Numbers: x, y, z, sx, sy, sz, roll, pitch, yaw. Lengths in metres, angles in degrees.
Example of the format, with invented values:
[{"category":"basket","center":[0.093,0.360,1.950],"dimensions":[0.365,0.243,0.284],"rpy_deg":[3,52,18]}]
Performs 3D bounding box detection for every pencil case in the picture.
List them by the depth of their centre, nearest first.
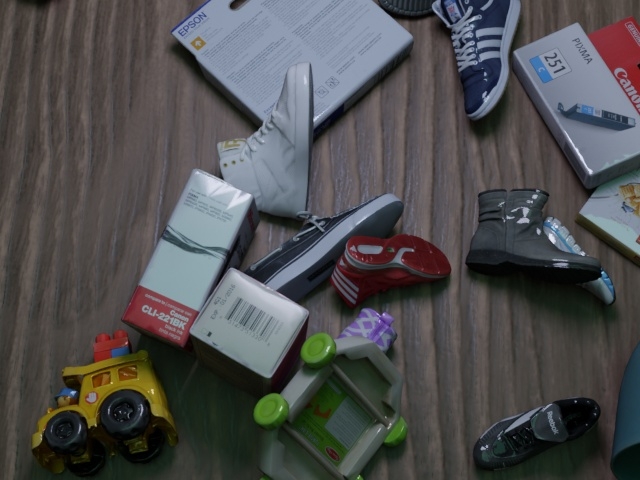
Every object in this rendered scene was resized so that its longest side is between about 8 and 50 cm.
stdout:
[{"category":"pencil case","center":[0.045,0.210,1.700],"dimensions":[0.086,0.088,0.206],"rpy_deg":[35,73,7]}]

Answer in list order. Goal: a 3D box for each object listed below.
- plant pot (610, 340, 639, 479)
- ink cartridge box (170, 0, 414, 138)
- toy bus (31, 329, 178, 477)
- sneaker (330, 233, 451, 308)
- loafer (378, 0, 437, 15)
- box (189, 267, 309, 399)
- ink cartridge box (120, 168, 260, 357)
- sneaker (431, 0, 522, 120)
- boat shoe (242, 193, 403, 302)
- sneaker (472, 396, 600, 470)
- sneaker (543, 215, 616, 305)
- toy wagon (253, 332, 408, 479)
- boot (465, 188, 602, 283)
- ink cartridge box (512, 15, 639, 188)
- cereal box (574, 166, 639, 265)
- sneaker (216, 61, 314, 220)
[{"category":"plant pot","center":[0.615,0.259,1.613],"dimensions":[0.293,0.293,0.235],"rpy_deg":[10,59,1]},{"category":"ink cartridge box","center":[-0.053,-0.371,1.895],"dimensions":[0.324,0.071,0.330],"rpy_deg":[-43,75,-14]},{"category":"toy bus","center":[-0.360,0.258,1.649],"dimensions":[0.220,0.149,0.211],"rpy_deg":[-15,60,-4]},{"category":"sneaker","center":[0.113,0.057,1.766],"dimensions":[0.221,0.128,0.087],"rpy_deg":[11,45,-29]},{"category":"loafer","center":[0.222,-0.501,1.946],"dimensions":[0.251,0.094,0.087],"rpy_deg":[-11,44,-10]},{"category":"box","center":[-0.112,0.160,1.633],"dimensions":[0.148,0.232,0.127],"rpy_deg":[29,72,7]},{"category":"ink cartridge box","center":[-0.207,0.042,1.673],"dimensions":[0.114,0.197,0.273],"rpy_deg":[23,79,4]},{"category":"sneaker","center":[0.274,-0.366,1.861],"dimensions":[0.153,0.099,0.282],"rpy_deg":[28,64,-25]},{"category":"boat shoe","center":[0.001,0.002,1.758],"dimensions":[0.306,0.113,0.105],"rpy_deg":[-39,61,0]},{"category":"sneaker","center":[0.362,0.312,1.669],"dimensions":[0.234,0.106,0.078],"rpy_deg":[-20,73,-8]},{"category":"sneaker","center":[0.438,0.052,1.783],"dimensions":[0.083,0.071,0.190],"rpy_deg":[-38,69,-7]},{"category":"toy wagon","center":[-0.006,0.314,1.593],"dimensions":[0.344,0.267,0.068],"rpy_deg":[-50,39,-15]},{"category":"boot","center":[0.374,-0.017,1.749],"dimensions":[0.246,0.083,0.161],"rpy_deg":[7,72,30]},{"category":"ink cartridge box","center":[0.536,-0.274,1.855],"dimensions":[0.261,0.066,0.296],"rpy_deg":[-24,67,-3]},{"category":"cereal box","center":[0.600,-0.082,1.835],"dimensions":[0.173,0.047,0.240],"rpy_deg":[36,74,10]},{"category":"sneaker","center":[-0.098,-0.172,1.737],"dimensions":[0.169,0.292,0.108],"rpy_deg":[7,29,4]}]
